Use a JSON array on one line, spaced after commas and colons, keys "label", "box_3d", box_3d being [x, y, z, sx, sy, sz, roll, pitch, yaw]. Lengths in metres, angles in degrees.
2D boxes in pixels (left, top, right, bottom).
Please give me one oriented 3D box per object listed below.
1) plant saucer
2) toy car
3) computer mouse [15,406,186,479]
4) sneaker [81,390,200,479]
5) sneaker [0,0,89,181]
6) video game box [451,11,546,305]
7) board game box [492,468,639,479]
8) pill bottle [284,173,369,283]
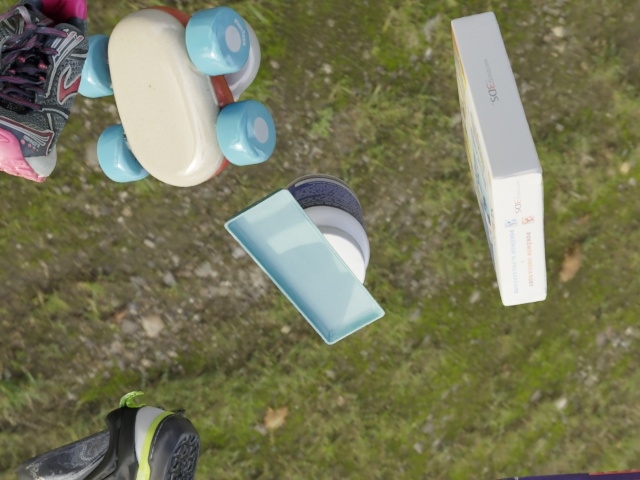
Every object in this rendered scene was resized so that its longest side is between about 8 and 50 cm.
[{"label": "plant saucer", "box_3d": [-0.012, 0.025, 0.926, 0.067, 0.018, 0.192, -30, 129, 11]}, {"label": "toy car", "box_3d": [-0.137, -0.197, 1.203, 0.238, 0.219, 0.210, -42, 121, -53]}, {"label": "computer mouse", "box_3d": [-0.346, 0.341, 1.546, 0.272, 0.072, 0.188, -22, 169, 6]}, {"label": "sneaker", "box_3d": [-0.182, 0.255, 0.902, 0.084, 0.097, 0.234, 19, 87, -69]}, {"label": "sneaker", "box_3d": [-0.279, -0.154, 0.904, 0.121, 0.299, 0.112, 25, 114, -22]}, {"label": "video game box", "box_3d": [0.165, -0.074, 0.912, 0.048, 0.205, 0.187, -9, 141, 4]}, {"label": "board game box", "box_3d": [0.130, 0.155, 0.537, 0.141, 0.048, 0.170, 3, 160, -19]}, {"label": "pill bottle", "box_3d": [0.000, 0.000, 1.573, 0.153, 0.264, 0.153, -1, 111, -2]}]
